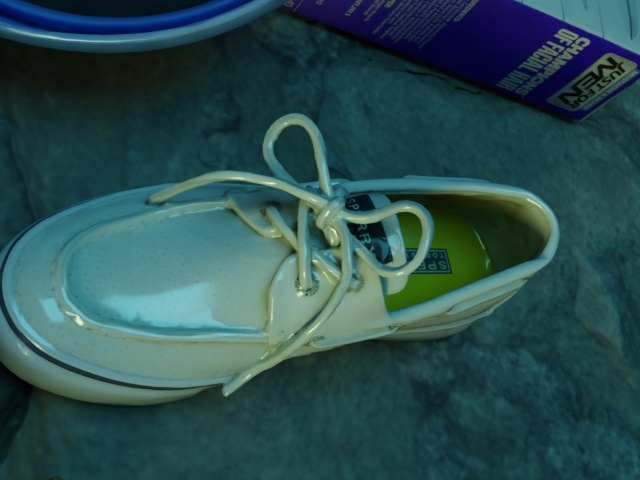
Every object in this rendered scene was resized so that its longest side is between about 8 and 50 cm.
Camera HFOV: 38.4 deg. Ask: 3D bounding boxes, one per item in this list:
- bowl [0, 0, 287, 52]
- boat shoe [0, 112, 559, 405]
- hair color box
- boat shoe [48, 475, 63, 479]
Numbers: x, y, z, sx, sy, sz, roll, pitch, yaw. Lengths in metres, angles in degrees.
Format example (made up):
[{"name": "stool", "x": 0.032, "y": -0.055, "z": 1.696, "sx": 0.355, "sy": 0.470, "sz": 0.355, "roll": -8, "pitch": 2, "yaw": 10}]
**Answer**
[{"name": "bowl", "x": -0.125, "y": -0.300, "z": 0.541, "sx": 0.390, "sy": 0.077, "sz": 0.392, "roll": 0, "pitch": 88, "yaw": -3}, {"name": "boat shoe", "x": 0.003, "y": 0.008, "z": 0.535, "sx": 0.367, "sy": 0.156, "sz": 0.136, "roll": 0, "pitch": 67, "yaw": -33}, {"name": "hair color box", "x": 0.114, "y": -0.243, "z": 0.765, "sx": 0.338, "sy": 0.110, "sz": 0.185, "roll": 14, "pitch": 59, "yaw": -24}, {"name": "boat shoe", "x": -0.147, "y": 0.175, "z": 0.424, "sx": 0.045, "sy": 0.050, "sz": 0.135, "roll": 36, "pitch": 52, "yaw": -5}]
